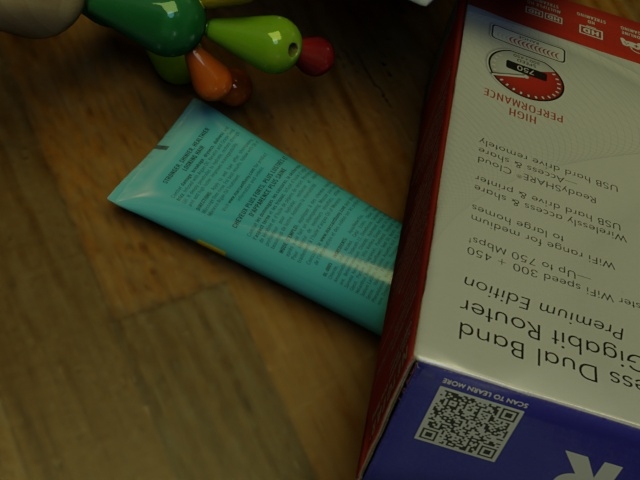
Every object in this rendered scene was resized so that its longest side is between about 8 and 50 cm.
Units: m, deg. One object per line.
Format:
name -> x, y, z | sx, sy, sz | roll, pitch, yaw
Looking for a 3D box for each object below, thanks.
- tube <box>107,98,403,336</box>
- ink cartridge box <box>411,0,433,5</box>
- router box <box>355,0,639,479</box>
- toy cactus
tube -> 0.000, 0.000, 0.602 | 0.207, 0.052, 0.080 | 30, 54, 8
ink cartridge box -> 0.038, -0.186, 0.640 | 0.224, 0.045, 0.223 | 23, 28, 7
router box -> 0.206, 0.024, 0.555 | 0.336, 0.082, 0.301 | 17, 41, -3
toy cactus -> -0.112, -0.133, 0.590 | 0.219, 0.112, 0.180 | 34, 21, 17
